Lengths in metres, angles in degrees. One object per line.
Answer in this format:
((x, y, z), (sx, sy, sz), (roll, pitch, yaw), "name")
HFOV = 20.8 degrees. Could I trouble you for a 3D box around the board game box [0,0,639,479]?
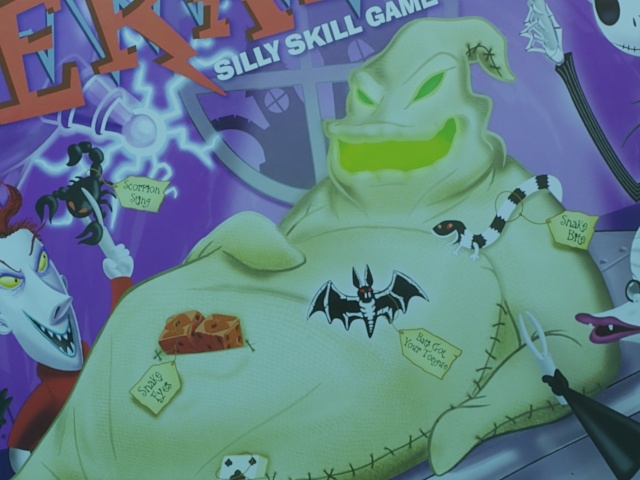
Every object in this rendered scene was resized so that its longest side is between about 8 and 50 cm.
((0.000, 0.000, 0.512), (0.346, 0.056, 0.208), (-15, 86, 11), "board game box")
